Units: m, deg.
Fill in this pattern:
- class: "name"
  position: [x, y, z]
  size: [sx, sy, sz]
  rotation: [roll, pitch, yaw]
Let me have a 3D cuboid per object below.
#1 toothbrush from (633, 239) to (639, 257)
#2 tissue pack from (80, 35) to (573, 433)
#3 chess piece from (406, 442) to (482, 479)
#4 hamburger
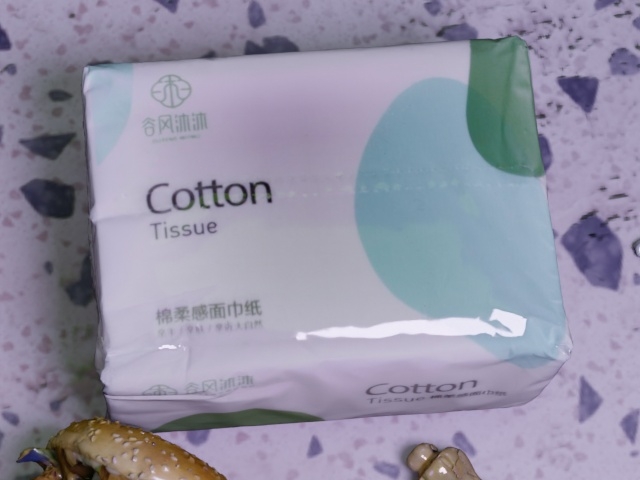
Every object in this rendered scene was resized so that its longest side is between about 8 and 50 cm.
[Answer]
- class: "toothbrush"
  position: [0.357, -0.026, 1.551]
  size: [0.204, 0.022, 0.017]
  rotation: [-20, 87, -11]
- class: "tissue pack"
  position: [0.000, -0.001, 1.422]
  size: [0.356, 0.194, 0.266]
  rotation: [-4, 70, -6]
- class: "chess piece"
  position: [0.139, 0.216, 1.423]
  size: [0.172, 0.060, 0.060]
  rotation: [39, 71, 13]
- class: "hamburger"
  position: [-0.127, 0.206, 1.333]
  size: [0.182, 0.191, 0.118]
  rotation: [31, 75, -23]
